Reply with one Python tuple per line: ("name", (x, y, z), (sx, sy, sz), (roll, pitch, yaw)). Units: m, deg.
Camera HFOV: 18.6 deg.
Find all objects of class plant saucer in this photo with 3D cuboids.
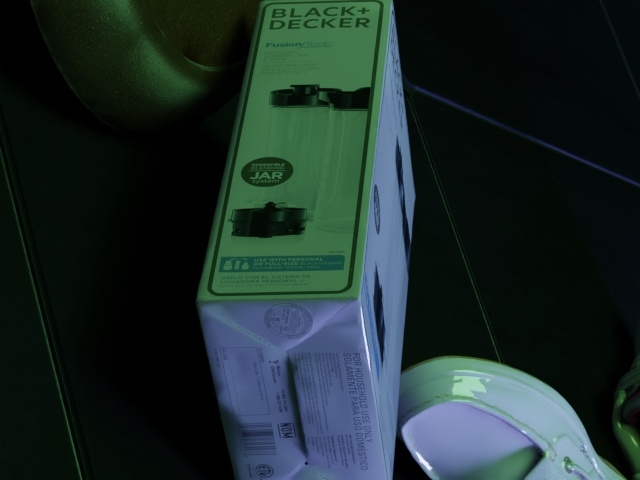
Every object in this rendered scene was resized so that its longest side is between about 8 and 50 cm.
("plant saucer", (-0.080, -0.216, 1.198), (0.310, 0.050, 0.310), (4, 90, -65))

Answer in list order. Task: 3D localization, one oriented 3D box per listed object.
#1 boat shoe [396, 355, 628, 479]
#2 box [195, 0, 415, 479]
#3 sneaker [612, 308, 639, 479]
("boat shoe", (0.143, 0.173, 1.287), (0.277, 0.098, 0.096), (39, 33, -35))
("box", (0.000, 0.000, 1.159), (0.290, 0.087, 0.169), (-82, 167, -51))
("sneaker", (0.290, 0.127, 1.568), (0.111, 0.103, 0.252), (39, 33, -35))
